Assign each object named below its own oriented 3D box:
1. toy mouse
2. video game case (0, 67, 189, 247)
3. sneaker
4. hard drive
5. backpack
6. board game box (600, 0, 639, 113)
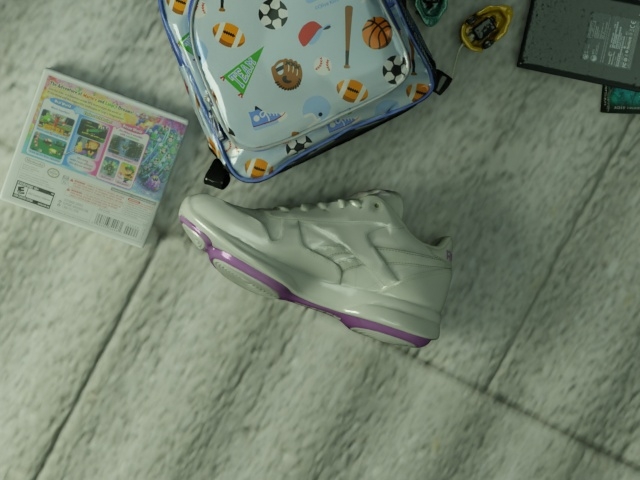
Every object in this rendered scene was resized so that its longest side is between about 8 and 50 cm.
[{"bbox_3d":[0.147,-0.272,1.477,0.161,0.031,0.143,-42,103,-2],"label":"toy mouse"},{"bbox_3d":[-0.232,-0.084,1.443,0.157,0.019,0.143,20,94,-11],"label":"video game case"},{"bbox_3d":[0.000,0.000,1.465,0.305,0.114,0.152,23,80,-17],"label":"sneaker"},{"bbox_3d":[0.285,-0.218,1.495,0.135,0.022,0.094,12,97,4],"label":"hard drive"},{"bbox_3d":[-0.037,-0.213,1.373,0.276,0.213,0.263,-26,91,-3],"label":"backpack"},{"bbox_3d":[0.402,-0.200,1.535,0.186,0.026,0.126,0,99,-10],"label":"board game box"}]
